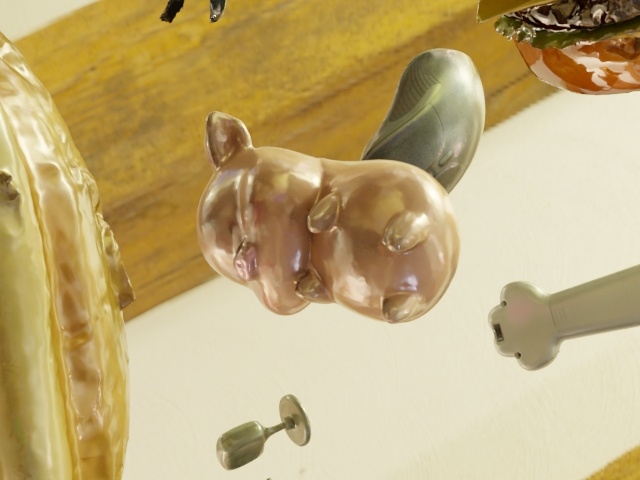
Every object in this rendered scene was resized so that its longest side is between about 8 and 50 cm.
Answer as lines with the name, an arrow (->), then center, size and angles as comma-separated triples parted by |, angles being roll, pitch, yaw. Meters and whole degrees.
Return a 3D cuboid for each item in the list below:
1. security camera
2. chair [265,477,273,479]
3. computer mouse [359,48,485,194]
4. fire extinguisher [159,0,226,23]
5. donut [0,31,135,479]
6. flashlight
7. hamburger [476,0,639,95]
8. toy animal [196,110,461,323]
security camera -> -0.062, 0.192, 1.228 | 0.092, 0.058, 0.058 | -16, -123, -26
chair -> -0.043, 0.334, 1.248 | 0.260, 0.154, 0.141 | -33, -83, 23
computer mouse -> 0.137, -0.107, 1.686 | 0.090, 0.167, 0.379 | 8, -122, 43
fire extinguisher -> -0.179, -0.294, 0.963 | 0.113, 0.200, 0.376 | -15, -152, -39
donut -> -0.279, 0.048, 0.707 | 0.449, 0.449, 0.198 | 41, -146, 26
flashlight -> 0.268, 0.069, 1.243 | 0.200, 0.047, 0.093 | -18, -98, 20
hamburger -> 0.239, -0.269, 0.969 | 0.291, 0.225, 0.291 | -23, -148, 15
toy animal -> 0.003, -0.011, 1.082 | 0.250, 0.167, 0.154 | 14, -161, 26
